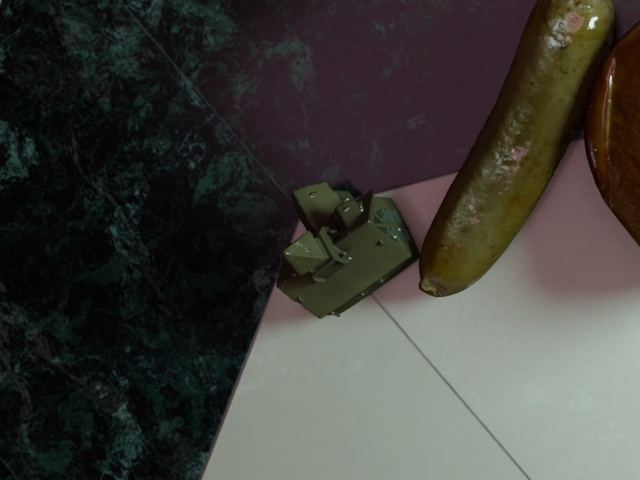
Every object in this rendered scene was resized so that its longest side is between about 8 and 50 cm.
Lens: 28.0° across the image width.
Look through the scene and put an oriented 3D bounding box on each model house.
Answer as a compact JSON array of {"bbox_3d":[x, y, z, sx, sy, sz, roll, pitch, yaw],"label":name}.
[{"bbox_3d":[0.000,0.000,1.843,0.181,0.248,0.176,-36,74,22],"label":"model house"}]

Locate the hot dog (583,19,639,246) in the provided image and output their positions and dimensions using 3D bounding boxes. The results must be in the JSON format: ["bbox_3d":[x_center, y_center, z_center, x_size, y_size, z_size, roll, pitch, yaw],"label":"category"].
[{"bbox_3d":[0.485,-0.148,1.731,0.223,0.185,0.405,14,106,41],"label":"hot dog"}]

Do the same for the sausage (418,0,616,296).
[{"bbox_3d":[0.279,-0.131,1.823,0.123,0.136,0.500,40,116,34],"label":"sausage"}]
